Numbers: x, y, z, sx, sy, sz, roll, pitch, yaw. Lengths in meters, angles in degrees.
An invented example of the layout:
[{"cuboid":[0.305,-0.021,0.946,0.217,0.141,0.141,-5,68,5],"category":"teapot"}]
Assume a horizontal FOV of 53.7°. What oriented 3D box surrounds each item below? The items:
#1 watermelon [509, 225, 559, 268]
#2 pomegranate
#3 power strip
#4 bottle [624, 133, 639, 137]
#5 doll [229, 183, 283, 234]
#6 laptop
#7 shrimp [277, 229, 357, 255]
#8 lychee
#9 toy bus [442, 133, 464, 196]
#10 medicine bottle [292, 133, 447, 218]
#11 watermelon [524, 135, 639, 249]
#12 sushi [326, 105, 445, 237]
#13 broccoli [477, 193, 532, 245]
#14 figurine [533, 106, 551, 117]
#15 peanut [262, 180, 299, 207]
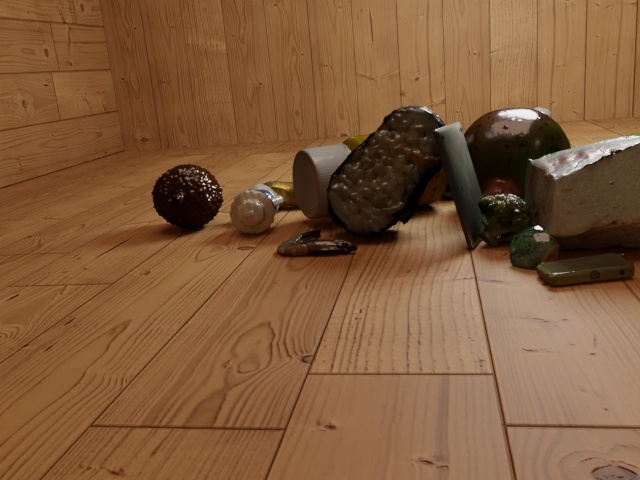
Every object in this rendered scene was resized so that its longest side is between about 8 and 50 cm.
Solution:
[{"cuboid":[0.415,0.025,1.233,0.092,0.072,0.084,-42,25,11],"category":"watermelon"},{"cuboid":[0.498,-0.179,1.626,0.291,0.290,0.323,-3,57,6],"category":"pomegranate"},{"cuboid":[0.482,0.052,1.138,0.169,0.028,0.076,-7,15,-1],"category":"power strip"},{"cuboid":[1.102,-0.283,2.005,0.260,0.112,0.112,9,21,41],"category":"bottle"},{"cuboid":[-0.172,-0.089,1.728,0.139,0.119,0.293,-12,9,4],"category":"doll"},{"cuboid":[0.323,-0.130,1.415,0.015,0.268,0.188,-15,8,31],"category":"laptop"},{"cuboid":[0.000,0.003,1.473,0.195,0.035,0.148,-2,13,16],"category":"shrimp"},{"cuboid":[-0.370,-0.123,1.759,0.200,0.199,0.238,-3,5,7],"category":"lychee"},{"cuboid":[0.499,-0.231,1.886,0.344,0.183,0.199,-2,10,6],"category":"toy bus"},{"cuboid":[0.134,-0.179,1.724,0.385,0.224,0.224,-10,16,-22],"category":"medicine bottle"},{"cuboid":[0.533,-0.072,1.278,0.258,0.228,0.387,-24,18,-31],"category":"watermelon"},{"cuboid":[0.164,-0.162,1.513,0.211,0.350,0.171,36,7,4],"category":"sushi"},{"cuboid":[0.397,-0.043,1.374,0.120,0.130,0.131,-44,48,-7],"category":"broccoli"},{"cuboid":[0.589,-0.324,2.149,0.365,0.206,0.218,-2,1,16],"category":"figurine"},{"cuboid":[-0.102,-0.140,1.925,0.207,0.087,0.087,-2,16,6],"category":"peanut"}]
